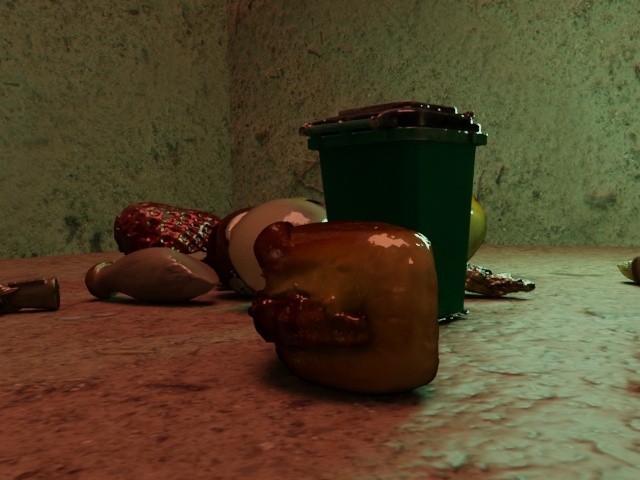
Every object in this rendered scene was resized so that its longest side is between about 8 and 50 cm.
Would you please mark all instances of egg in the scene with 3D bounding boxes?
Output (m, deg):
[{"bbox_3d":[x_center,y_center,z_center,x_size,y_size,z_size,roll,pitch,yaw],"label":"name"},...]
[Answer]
[{"bbox_3d":[-0.048,-0.009,1.363,0.264,0.174,0.286,11,34,-12],"label":"egg"}]

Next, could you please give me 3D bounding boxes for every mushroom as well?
[{"bbox_3d":[-0.386,0.082,1.495,0.350,0.128,0.128,-5,1,29],"label":"mushroom"}]

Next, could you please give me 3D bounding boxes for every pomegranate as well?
[{"bbox_3d":[0.378,-0.037,2.122,0.319,0.319,0.319,-1,3,0],"label":"pomegranate"}]

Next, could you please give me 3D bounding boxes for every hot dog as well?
[{"bbox_3d":[0.829,0.067,1.593,0.123,0.093,0.261,-10,-11,-9],"label":"hot dog"},{"bbox_3d":[0.022,0.068,0.867,0.223,0.185,0.405,0,3,0],"label":"hot dog"}]

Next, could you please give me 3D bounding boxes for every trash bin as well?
[{"bbox_3d":[0.132,-0.046,1.174,0.259,0.381,0.295,0,4,43],"label":"trash bin"}]

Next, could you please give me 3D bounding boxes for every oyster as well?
[{"bbox_3d":[0.313,0.095,1.508,0.345,0.079,0.128,-3,-7,29],"label":"oyster"}]

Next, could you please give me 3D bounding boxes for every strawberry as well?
[{"bbox_3d":[-0.415,-0.035,1.882,0.336,0.149,0.265,-1,2,-20],"label":"strawberry"}]

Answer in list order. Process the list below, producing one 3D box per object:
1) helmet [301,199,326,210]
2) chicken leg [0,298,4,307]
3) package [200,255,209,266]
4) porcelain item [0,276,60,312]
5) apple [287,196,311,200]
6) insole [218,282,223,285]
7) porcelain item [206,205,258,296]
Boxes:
[{"bbox_3d":[0.000,0.000,2.052,0.278,0.231,0.160,16,2,35],"label":"helmet"},{"bbox_3d":[-0.724,0.134,1.276,0.205,0.053,0.093,5,-25,-40],"label":"chicken leg"},{"bbox_3d":[-0.245,0.068,1.983,0.168,0.090,0.226,1,3,33],"label":"package"},{"bbox_3d":[-0.660,0.116,1.373,0.213,0.084,0.054,-2,30,-12],"label":"porcelain item"},{"bbox_3d":[-0.056,-0.033,2.391,0.309,0.250,0.277,1,2,1],"label":"apple"},{"bbox_3d":[-0.206,0.117,1.827,0.193,0.006,0.065,-2,3,-30],"label":"insole"},{"bbox_3d":[-0.148,0.046,1.589,0.253,0.253,0.253,-1,3,0],"label":"porcelain item"}]
